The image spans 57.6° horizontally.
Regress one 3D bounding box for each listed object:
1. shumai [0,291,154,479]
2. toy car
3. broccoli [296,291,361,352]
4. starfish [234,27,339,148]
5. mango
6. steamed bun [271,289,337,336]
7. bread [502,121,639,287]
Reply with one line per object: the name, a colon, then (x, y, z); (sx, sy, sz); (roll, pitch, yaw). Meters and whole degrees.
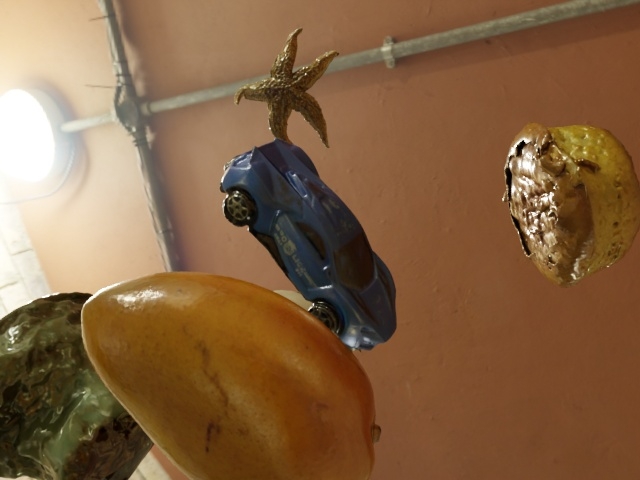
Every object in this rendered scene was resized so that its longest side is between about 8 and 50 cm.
shumai: (-0.438, 0.298, 1.021); (0.323, 0.397, 0.324); (30, -76, 12)
toy car: (0.000, 0.000, 0.526); (0.216, 0.103, 0.063); (52, -52, 2)
broccoli: (-0.024, 0.262, 1.370); (0.297, 0.297, 0.297); (-37, -125, 33)
starfish: (-0.069, -0.393, 1.515); (0.299, 0.060, 0.302); (27, -81, 11)
mango: (-0.060, 0.098, 0.390); (0.219, 0.112, 0.145); (34, -65, -9)
steamed bun: (-0.036, 0.192, 0.933); (0.232, 0.145, 0.232); (175, -90, -72)
bread: (0.542, -0.091, 1.273); (0.204, 0.337, 0.358); (-18, -42, -3)
